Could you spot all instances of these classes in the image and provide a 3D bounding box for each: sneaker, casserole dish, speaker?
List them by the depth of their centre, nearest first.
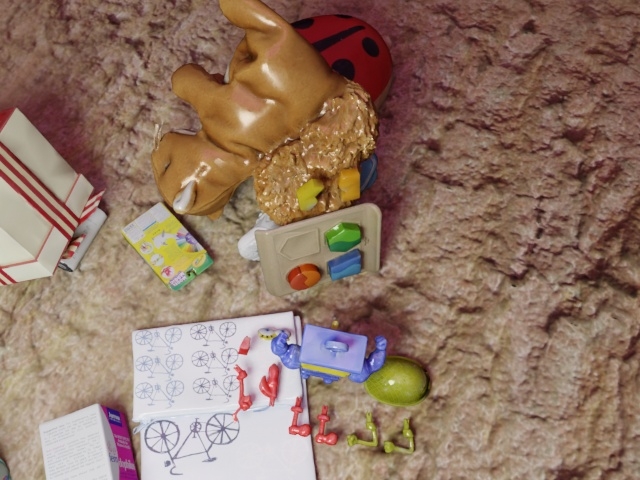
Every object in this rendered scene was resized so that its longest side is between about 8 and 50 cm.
[{"bbox_3d":[-0.488,-0.007,1.337,0.055,0.055,0.136,20,67,9],"label":"speaker"},{"bbox_3d":[-0.087,-0.050,1.354,0.232,0.090,0.115,-36,63,-24],"label":"sneaker"},{"bbox_3d":[0.036,-0.164,1.374,0.189,0.037,0.114,26,98,-13],"label":"casserole dish"}]

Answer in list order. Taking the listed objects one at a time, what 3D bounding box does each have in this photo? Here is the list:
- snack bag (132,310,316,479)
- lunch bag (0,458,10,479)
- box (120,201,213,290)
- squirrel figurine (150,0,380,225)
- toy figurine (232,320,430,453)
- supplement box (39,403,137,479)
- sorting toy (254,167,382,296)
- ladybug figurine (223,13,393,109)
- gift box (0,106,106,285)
[{"bbox_3d":[-0.181,0.308,1.205,0.323,0.037,0.342,-5,66,-3],"label":"snack bag"},{"bbox_3d":[-0.579,0.411,1.024,0.108,0.279,0.224,-18,56,-9],"label":"lunch bag"},{"bbox_3d":[-0.306,0.017,1.336,0.105,0.043,0.179,-39,69,-17],"label":"box"},{"bbox_3d":[-0.108,-0.168,1.190,0.397,0.281,0.370,38,91,5],"label":"squirrel figurine"},{"bbox_3d":[0.034,0.231,1.119,0.363,0.217,0.191,14,62,-3],"label":"toy figurine"},{"bbox_3d":[-0.379,0.402,1.107,0.114,0.111,0.220,-22,66,0],"label":"supplement box"},{"bbox_3d":[0.000,0.000,1.201,0.229,0.307,0.041,-12,54,-5],"label":"sorting toy"},{"bbox_3d":[-0.031,-0.357,1.445,0.449,0.162,0.305,-34,70,-15],"label":"ladybug figurine"},{"bbox_3d":[-0.582,-0.075,1.229,0.255,0.258,0.276,-6,47,25],"label":"gift box"}]
